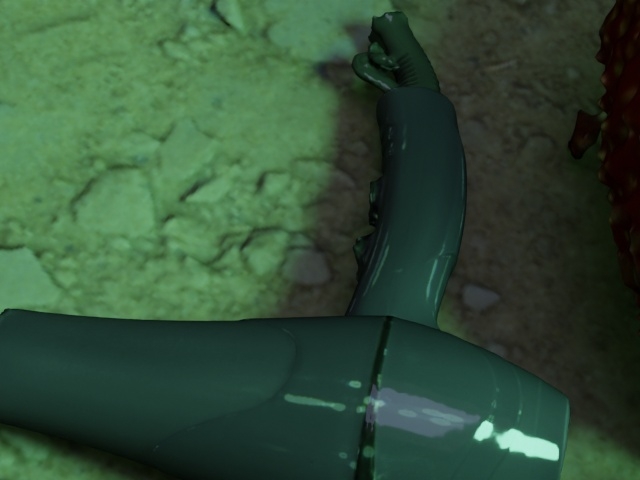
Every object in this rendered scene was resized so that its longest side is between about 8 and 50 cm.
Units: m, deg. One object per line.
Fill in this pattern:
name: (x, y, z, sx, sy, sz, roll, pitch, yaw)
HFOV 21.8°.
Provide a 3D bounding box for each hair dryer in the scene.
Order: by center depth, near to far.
hair dryer: (0.000, 0.000, 0.944, 0.301, 0.121, 0.361, 10, 50, 6)

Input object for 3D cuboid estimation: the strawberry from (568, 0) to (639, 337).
strawberry: (0.259, -0.035, 0.922, 0.292, 0.292, 0.343, -15, 41, -17)
